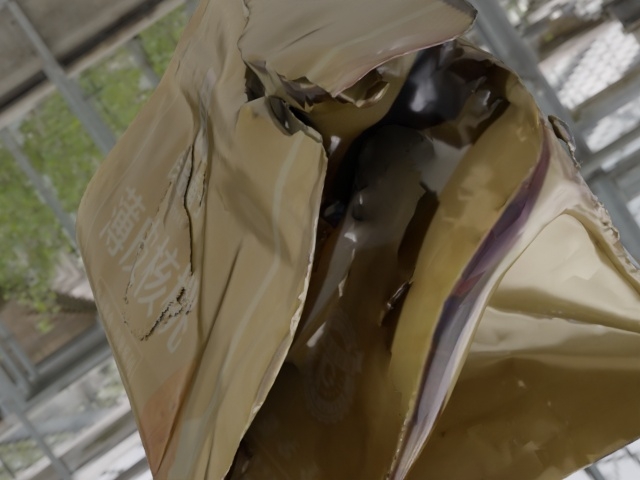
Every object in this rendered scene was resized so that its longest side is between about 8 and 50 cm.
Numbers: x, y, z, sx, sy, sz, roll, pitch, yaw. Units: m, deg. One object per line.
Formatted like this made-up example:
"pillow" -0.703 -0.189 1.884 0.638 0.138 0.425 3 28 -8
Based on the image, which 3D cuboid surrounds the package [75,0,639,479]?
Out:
"package" -0.008 -0.029 0.510 0.221 0.165 0.311 -26 -154 -5
